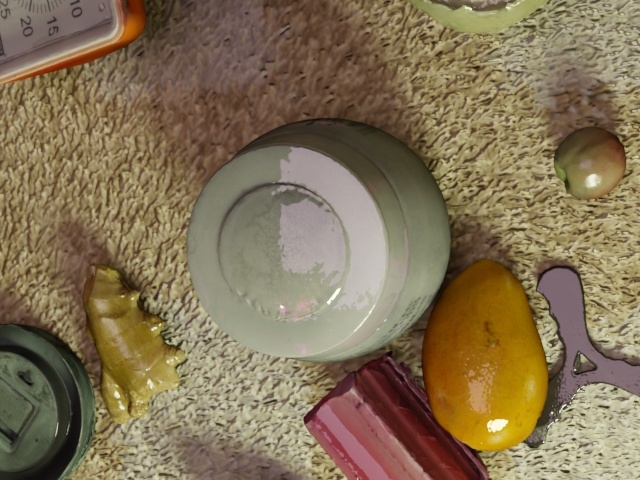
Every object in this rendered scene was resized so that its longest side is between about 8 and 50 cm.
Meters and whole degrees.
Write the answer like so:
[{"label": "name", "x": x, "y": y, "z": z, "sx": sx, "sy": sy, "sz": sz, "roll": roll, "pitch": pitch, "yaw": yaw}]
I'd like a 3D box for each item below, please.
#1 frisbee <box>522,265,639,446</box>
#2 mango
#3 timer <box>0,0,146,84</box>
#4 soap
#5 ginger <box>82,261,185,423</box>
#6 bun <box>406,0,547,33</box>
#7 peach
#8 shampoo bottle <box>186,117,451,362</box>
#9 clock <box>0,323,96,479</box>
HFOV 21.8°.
[{"label": "frisbee", "x": 0.312, "y": 0.149, "z": 1.879, "sx": 0.187, "sy": 0.012, "sz": 0.211, "roll": 18, "pitch": 99, "yaw": 17}, {"label": "mango", "x": 0.182, "y": 0.127, "z": 1.871, "sx": 0.141, "sy": 0.102, "sz": 0.217, "roll": -4, "pitch": 78, "yaw": 39}, {"label": "timer", "x": -0.302, "y": -0.335, "z": 1.949, "sx": 0.250, "sy": 0.161, "sz": 0.257, "roll": -14, "pitch": 88, "yaw": 54}, {"label": "soap", "x": 0.106, "y": 0.254, "z": 1.879, "sx": 0.099, "sy": 0.162, "sz": 0.250, "roll": -44, "pitch": 78, "yaw": 17}, {"label": "ginger", "x": -0.234, "y": 0.124, "z": 2.040, "sx": 0.115, "sy": 0.081, "sz": 0.205, "roll": -2, "pitch": 102, "yaw": 51}, {"label": "bun", "x": 0.172, "y": -0.350, "z": 1.824, "sx": 0.259, "sy": 0.152, "sz": 0.259, "roll": 0, "pitch": 88, "yaw": 10}, {"label": "peach", "x": 0.299, "y": -0.086, "z": 1.834, "sx": 0.083, "sy": 0.083, "sz": 0.083, "roll": 1, "pitch": 94, "yaw": 20}, {"label": "shampoo bottle", "x": 0.000, "y": 0.000, "z": 1.849, "sx": 0.273, "sy": 0.266, "sz": 0.273, "roll": 1, "pitch": 94, "yaw": 19}, {"label": "clock", "x": -0.393, "y": 0.216, "z": 2.122, "sx": 0.226, "sy": 0.049, "sz": 0.226, "roll": 1, "pitch": 93, "yaw": 19}]
